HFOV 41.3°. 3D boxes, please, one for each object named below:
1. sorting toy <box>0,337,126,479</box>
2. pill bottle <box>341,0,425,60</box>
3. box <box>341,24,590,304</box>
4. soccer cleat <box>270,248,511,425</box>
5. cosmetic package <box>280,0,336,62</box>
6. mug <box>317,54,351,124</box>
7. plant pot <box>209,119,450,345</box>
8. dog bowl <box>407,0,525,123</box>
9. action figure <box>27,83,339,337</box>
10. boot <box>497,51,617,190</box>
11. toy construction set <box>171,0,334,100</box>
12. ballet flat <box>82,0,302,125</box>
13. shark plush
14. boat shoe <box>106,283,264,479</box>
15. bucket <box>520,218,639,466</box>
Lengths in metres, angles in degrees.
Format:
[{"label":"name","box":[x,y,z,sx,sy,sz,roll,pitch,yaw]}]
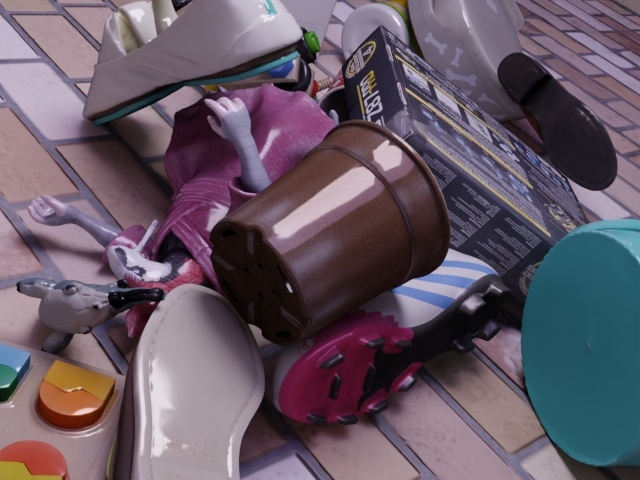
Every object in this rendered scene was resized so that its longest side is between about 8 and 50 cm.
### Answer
[{"label":"sorting toy","box":[-0.250,0.148,0.675,0.208,0.038,0.193,21,33,-3]},{"label":"pill bottle","box":[0.158,-0.386,1.596,0.136,0.136,0.245,36,35,20]},{"label":"box","box":[0.210,-0.080,1.111,0.394,0.097,0.318,34,25,-24]},{"label":"soccer cleat","box":[0.054,0.087,0.885,0.331,0.116,0.143,-17,38,-40]},{"label":"cosmetic package","box":[-0.063,-0.477,1.513,0.138,0.225,0.224,5,36,-26]},{"label":"mug","box":[0.066,-0.207,1.322,0.113,0.150,0.169,-4,34,17]},{"label":"plant pot","box":[0.000,0.000,0.764,0.165,0.167,0.167,-33,60,-31]},{"label":"dog bowl","box":[0.279,-0.363,1.524,0.348,0.102,0.349,35,43,-42]},{"label":"action figure","box":[-0.117,-0.017,0.923,0.276,0.248,0.370,56,36,-28]},{"label":"boot","box":[0.413,-0.176,1.397,0.264,0.096,0.280,50,19,23]},{"label":"toy construction set","box":[-0.151,-0.286,1.234,0.237,0.258,0.309,-19,10,14]},{"label":"ballet flat","box":[-0.172,-0.229,0.978,0.139,0.139,0.400,-10,4,-40]},{"label":"shark plush","box":[-0.201,0.044,0.751,0.067,0.161,0.073,-33,98,-50]},{"label":"boat shoe","box":[-0.112,0.166,0.673,0.116,0.097,0.324,23,32,-22]},{"label":"bucket","box":[0.352,0.109,0.893,0.183,0.281,0.281,3,37,-20]}]
